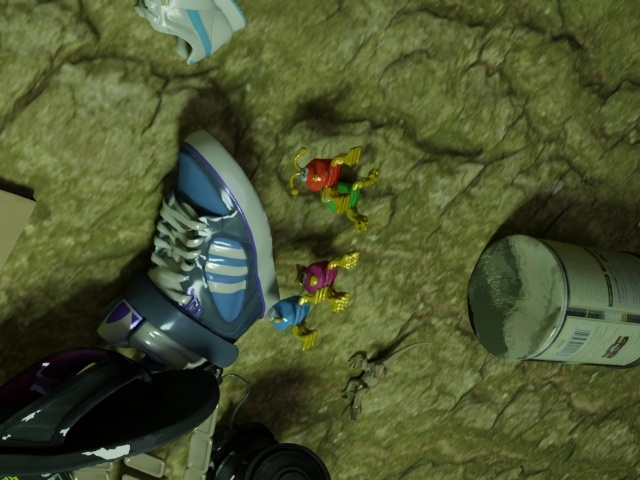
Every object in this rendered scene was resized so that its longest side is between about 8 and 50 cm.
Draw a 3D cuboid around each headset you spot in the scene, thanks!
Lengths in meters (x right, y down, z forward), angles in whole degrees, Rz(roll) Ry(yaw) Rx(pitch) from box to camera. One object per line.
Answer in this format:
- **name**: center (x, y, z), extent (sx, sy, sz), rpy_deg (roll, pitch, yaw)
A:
- **headset**: center (-0.108, 0.354, 1.699), extent (0.185, 0.243, 0.394), rpy_deg (-28, 109, -24)

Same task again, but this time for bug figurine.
- **bug figurine**: center (0.000, 0.000, 1.596), extent (0.216, 0.072, 0.279), rpy_deg (-10, 115, -70)

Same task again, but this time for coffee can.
- **coffee can**: center (0.407, 0.103, 1.922), extent (0.275, 0.201, 0.201), rpy_deg (9, 112, -38)

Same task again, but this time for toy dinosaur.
- **toy dinosaur**: center (0.088, 0.207, 1.874), extent (0.183, 0.053, 0.093), rpy_deg (-49, 149, 10)

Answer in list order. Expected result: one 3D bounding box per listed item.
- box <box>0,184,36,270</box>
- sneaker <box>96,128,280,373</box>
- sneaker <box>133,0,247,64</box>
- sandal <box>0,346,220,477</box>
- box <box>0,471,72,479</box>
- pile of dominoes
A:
- **box**: center (-0.446, 0.012, 1.379), extent (0.164, 0.021, 0.201), rpy_deg (22, 103, -42)
- **sneaker**: center (-0.187, 0.039, 1.505), extent (0.236, 0.130, 0.322), rpy_deg (-33, 137, -20)
- **sneaker**: center (-0.177, -0.294, 1.337), extent (0.092, 0.087, 0.228), rpy_deg (-44, 131, -2)
- **sandal**: center (-0.340, 0.204, 1.424), extent (0.446, 0.167, 0.107), rpy_deg (-9, 112, -14)
- **box**: center (-0.441, 0.321, 1.558), extent (0.191, 0.045, 0.184), rpy_deg (-31, 133, -17)
- **pile of dominoes**: center (-0.241, 0.287, 1.619), extent (0.040, 0.196, 0.251), rpy_deg (-48, 153, -63)
